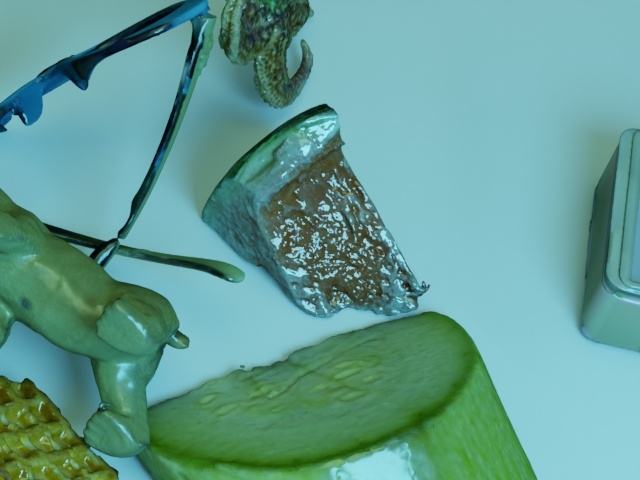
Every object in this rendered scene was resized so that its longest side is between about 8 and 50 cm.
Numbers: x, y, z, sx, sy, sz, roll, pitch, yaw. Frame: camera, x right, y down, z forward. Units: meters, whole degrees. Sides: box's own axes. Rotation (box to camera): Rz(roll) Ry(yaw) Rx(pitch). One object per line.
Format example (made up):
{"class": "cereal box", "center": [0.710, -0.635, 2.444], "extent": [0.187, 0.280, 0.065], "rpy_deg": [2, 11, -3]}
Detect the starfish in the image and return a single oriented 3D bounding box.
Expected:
{"class": "starfish", "center": [-0.045, -0.167, 1.170], "extent": [0.053, 0.150, 0.210], "rpy_deg": [7, 12, 16]}

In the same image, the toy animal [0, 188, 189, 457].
{"class": "toy animal", "center": [-0.170, 0.025, 1.015], "extent": [0.219, 0.103, 0.101], "rpy_deg": [33, 32, -2]}

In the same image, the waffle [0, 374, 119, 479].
{"class": "waffle", "center": [-0.171, 0.144, 0.978], "extent": [0.148, 0.042, 0.102], "rpy_deg": [44, 20, 19]}

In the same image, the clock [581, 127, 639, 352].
{"class": "clock", "center": [0.286, 0.015, 1.144], "extent": [0.192, 0.071, 0.147], "rpy_deg": [14, 55, 0]}

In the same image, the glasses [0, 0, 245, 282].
{"class": "glasses", "center": [-0.146, -0.045, 1.070], "extent": [0.239, 0.102, 0.206], "rpy_deg": [-32, 67, 13]}

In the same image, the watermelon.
{"class": "watermelon", "center": [-0.013, -0.011, 1.138], "extent": [0.098, 0.121, 0.158], "rpy_deg": [-38, 113, -12]}

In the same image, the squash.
{"class": "squash", "center": [0.028, 0.169, 1.036], "extent": [0.237, 0.155, 0.204], "rpy_deg": [-20, 25, -19]}
